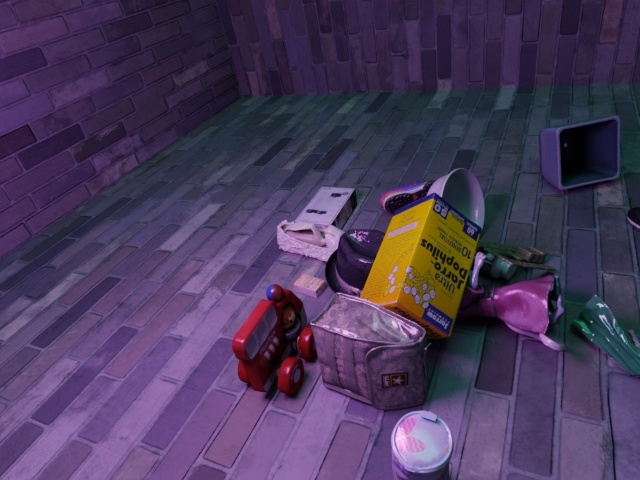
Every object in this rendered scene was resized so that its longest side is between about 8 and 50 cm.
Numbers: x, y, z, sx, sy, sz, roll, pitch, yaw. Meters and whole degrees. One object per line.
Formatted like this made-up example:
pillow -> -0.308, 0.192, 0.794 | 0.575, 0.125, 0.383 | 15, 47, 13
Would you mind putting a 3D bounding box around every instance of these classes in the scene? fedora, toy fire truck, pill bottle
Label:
fedora -> 0.162, 0.059, 1.496 | 0.334, 0.152, 0.334 | -8, 43, 7
toy fire truck -> -0.125, 0.265, 1.293 | 0.169, 0.253, 0.302 | 7, 38, 25
pill bottle -> 0.560, 0.072, 1.514 | 0.086, 0.086, 0.152 | -33, 40, -28

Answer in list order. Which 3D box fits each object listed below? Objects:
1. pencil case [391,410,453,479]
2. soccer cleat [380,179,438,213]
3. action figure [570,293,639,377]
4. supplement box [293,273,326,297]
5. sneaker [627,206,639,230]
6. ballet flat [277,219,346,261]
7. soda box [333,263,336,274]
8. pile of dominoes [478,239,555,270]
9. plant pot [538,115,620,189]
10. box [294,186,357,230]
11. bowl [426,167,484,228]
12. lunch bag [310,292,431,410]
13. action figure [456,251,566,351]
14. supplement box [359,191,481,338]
pencil case -> 0.205, 0.450, 0.915 | 0.113, 0.273, 0.124 | 25, 55, 33
soccer cleat -> 0.409, -0.204, 1.949 | 0.318, 0.108, 0.116 | -16, 30, -2
action figure -> 0.763, 0.263, 1.168 | 0.064, 0.137, 0.232 | -9, 41, -18
supplement box -> -0.038, 0.159, 1.614 | 0.098, 0.036, 0.062 | 14, 43, 33
sneaker -> 1.162, -0.070, 1.500 | 0.107, 0.124, 0.283 | -22, 35, -16
ballet flat -> 0.000, 0.000, 1.751 | 0.409, 0.147, 0.147 | 8, 39, 26
soda box -> 0.141, 0.116, 1.603 | 0.181, 0.058, 0.061 | -1, 36, 15
pile of dominoes -> 0.625, 0.031, 1.481 | 0.251, 0.040, 0.196 | 8, 20, -33
plant pot -> 1.036, -0.374, 1.891 | 0.247, 0.247, 0.252 | -12, 18, 1
box -> 0.029, -0.119, 1.952 | 0.169, 0.087, 0.290 | 5, 37, 24
bowl -> 0.461, -0.107, 1.654 | 0.134, 0.297, 0.298 | 2, 33, 48
lunch bag -> 0.140, 0.298, 1.181 | 0.287, 0.235, 0.169 | 13, 38, 31
action figure -> 0.501, 0.186, 1.339 | 0.370, 0.248, 0.275 | -7, 73, 26
supplement box -> 0.283, 0.079, 1.303 | 0.195, 0.194, 0.356 | -27, 34, 59
